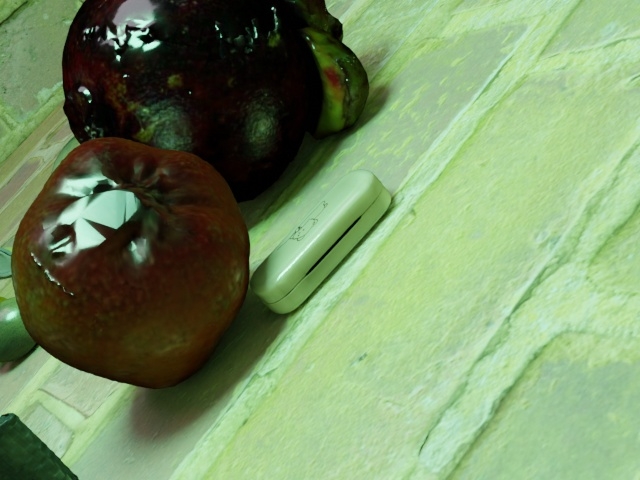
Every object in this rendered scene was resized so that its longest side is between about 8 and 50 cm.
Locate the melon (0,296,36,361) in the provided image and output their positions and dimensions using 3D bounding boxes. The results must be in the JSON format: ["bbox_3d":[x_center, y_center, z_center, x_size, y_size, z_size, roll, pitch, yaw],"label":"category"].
[{"bbox_3d":[-0.519,0.149,1.816,0.131,0.098,0.098,-36,23,9],"label":"melon"}]

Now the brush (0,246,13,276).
[{"bbox_3d":[-0.638,0.037,2.290,0.060,0.068,0.297,-31,17,-34],"label":"brush"}]

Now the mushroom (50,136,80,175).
[{"bbox_3d":[-0.373,-0.108,1.910,0.253,0.189,0.195,-52,21,-13],"label":"mushroom"}]

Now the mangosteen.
[{"bbox_3d":[-0.155,-0.217,1.552,0.381,0.421,0.380,-177,90,-68],"label":"mangosteen"}]

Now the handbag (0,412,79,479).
[{"bbox_3d":[-0.364,0.315,1.142,0.270,0.175,0.088,-45,24,2],"label":"handbag"}]

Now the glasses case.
[{"bbox_3d":[0.000,0.000,1.254,0.196,0.050,0.083,-48,20,-10],"label":"glasses case"}]

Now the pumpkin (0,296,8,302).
[{"bbox_3d":[-0.649,0.179,1.939,0.217,0.217,0.110,-101,18,-64],"label":"pumpkin"}]

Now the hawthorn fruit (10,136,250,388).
[{"bbox_3d":[-0.211,0.028,1.267,0.295,0.295,0.311,-45,-17,-4],"label":"hawthorn fruit"}]
